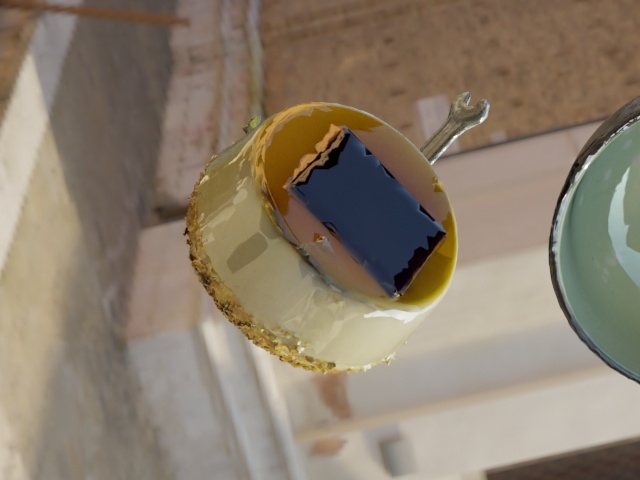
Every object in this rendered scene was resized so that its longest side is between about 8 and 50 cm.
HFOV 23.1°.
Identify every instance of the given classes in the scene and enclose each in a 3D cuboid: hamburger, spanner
[{"bbox_3d":[0.000,0.000,1.584,0.276,0.179,0.294,43,44,-4],"label":"hamburger"},{"bbox_3d":[0.111,-0.081,2.079,0.017,0.302,0.071,39,4,-42],"label":"spanner"}]

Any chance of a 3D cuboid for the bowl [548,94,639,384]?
[{"bbox_3d":[0.411,-0.027,1.628,0.185,0.354,0.354,-78,155,-65],"label":"bowl"}]
